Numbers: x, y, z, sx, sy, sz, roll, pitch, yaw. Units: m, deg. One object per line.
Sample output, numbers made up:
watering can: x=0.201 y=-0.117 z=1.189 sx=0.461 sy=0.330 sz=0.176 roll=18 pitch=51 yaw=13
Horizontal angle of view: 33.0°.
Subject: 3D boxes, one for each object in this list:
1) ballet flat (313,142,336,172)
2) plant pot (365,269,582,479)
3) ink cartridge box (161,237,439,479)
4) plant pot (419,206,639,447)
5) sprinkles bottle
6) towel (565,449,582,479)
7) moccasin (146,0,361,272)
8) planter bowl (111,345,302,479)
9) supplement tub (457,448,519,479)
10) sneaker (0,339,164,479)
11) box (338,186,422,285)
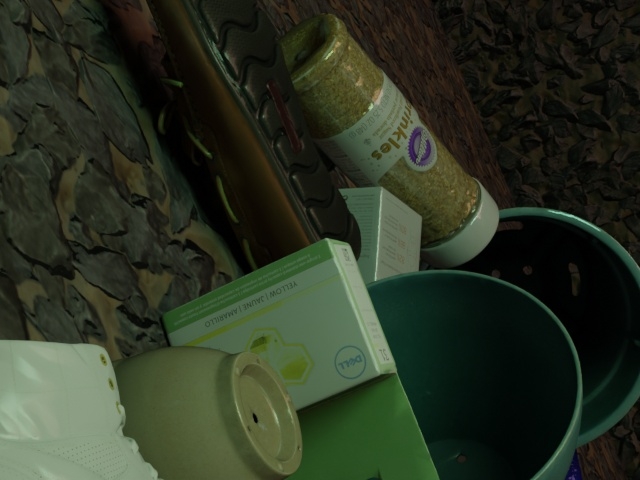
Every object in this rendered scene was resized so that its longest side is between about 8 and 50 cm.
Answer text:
ballet flat: x=-0.031 y=-0.085 z=1.306 sx=0.079 sy=0.077 sz=0.221 roll=55 pitch=24 yaw=-15
plant pot: x=0.111 y=0.199 z=1.048 sx=0.290 sy=0.290 sz=0.195 roll=-95 pitch=170 yaw=-46
ink cartridge box: x=-0.016 y=0.138 z=0.893 sx=0.056 sy=0.171 sz=0.235 roll=12 pitch=55 yaw=-67
plant pot: x=0.293 y=0.098 z=1.593 sx=0.341 sy=0.341 sz=0.334 roll=63 pitch=11 yaw=-5
sprinkles bottle: x=0.077 y=-0.111 z=1.306 sx=0.355 sy=0.121 sz=0.121 roll=44 pitch=27 yaw=-34
towel: x=0.349 y=0.413 z=1.544 sx=0.308 sy=0.076 sz=0.227 roll=-87 pitch=179 yaw=-54
moccasin: x=-0.092 y=-0.120 z=1.104 sx=0.380 sy=0.147 sz=0.139 roll=62 pitch=32 yaw=-19
planter bowl: x=-0.082 y=0.145 z=0.803 sx=0.162 sy=0.109 sz=0.162 roll=54 pitch=20 yaw=-31
supplement tub: x=0.215 y=0.348 z=1.221 sx=0.272 sy=0.191 sz=0.191 roll=47 pitch=25 yaw=-42
sneaker: x=-0.117 y=0.150 z=0.671 sx=0.292 sy=0.108 sz=0.169 roll=31 pitch=38 yaw=-45
box: x=0.048 y=0.038 z=1.237 sx=0.130 sy=0.091 sz=0.170 roll=31 pitch=62 yaw=-60
